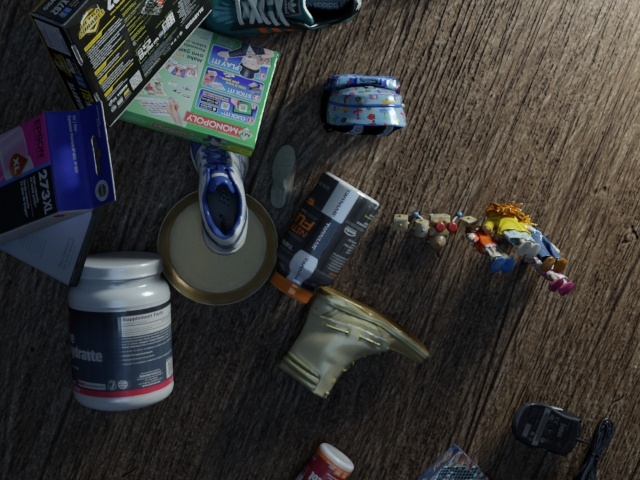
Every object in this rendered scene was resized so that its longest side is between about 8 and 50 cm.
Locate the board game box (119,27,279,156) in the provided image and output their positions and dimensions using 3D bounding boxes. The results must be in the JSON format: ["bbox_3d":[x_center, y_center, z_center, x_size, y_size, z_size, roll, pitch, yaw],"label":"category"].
[{"bbox_3d":[-0.254,-0.297,1.785,0.317,0.046,0.213,16,69,-8],"label":"board game box"}]

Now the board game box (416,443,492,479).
[{"bbox_3d":[0.258,0.575,2.059,0.243,0.042,0.165,-44,103,0],"label":"board game box"}]

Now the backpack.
[{"bbox_3d":[0.085,-0.255,1.831,0.158,0.173,0.117,1,99,-8],"label":"backpack"}]

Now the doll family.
[{"bbox_3d":[0.407,-0.002,1.918,0.263,0.163,0.118,20,113,-31],"label":"doll family"}]

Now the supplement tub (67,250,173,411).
[{"bbox_3d":[-0.377,0.168,1.821,0.191,0.191,0.272,-2,99,-8],"label":"supplement tub"}]

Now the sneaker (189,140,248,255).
[{"bbox_3d":[-0.182,-0.125,1.810,0.112,0.131,0.296,-9,82,-8],"label":"sneaker"}]

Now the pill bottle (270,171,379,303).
[{"bbox_3d":[0.000,0.000,1.882,0.130,0.130,0.245,31,93,-12],"label":"pill bottle"}]

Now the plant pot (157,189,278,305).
[{"bbox_3d":[-0.202,0.010,1.904,0.236,0.032,0.236,-1,100,-8],"label":"plant pot"}]

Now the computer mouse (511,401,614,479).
[{"bbox_3d":[0.495,0.443,2.068,0.262,0.060,0.184,16,92,-22],"label":"computer mouse"}]

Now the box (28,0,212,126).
[{"bbox_3d":[-0.323,-0.390,1.634,0.079,0.257,0.322,25,65,21],"label":"box"}]

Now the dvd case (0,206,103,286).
[{"bbox_3d":[-0.512,-0.043,1.775,0.253,0.022,0.180,23,97,29],"label":"dvd case"}]

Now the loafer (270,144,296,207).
[{"bbox_3d":[-0.071,-0.126,1.903,0.045,0.039,0.125,12,95,23],"label":"loafer"}]

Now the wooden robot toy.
[{"bbox_3d":[0.232,-0.011,1.949,0.173,0.076,0.079,0,110,-8],"label":"wooden robot toy"}]

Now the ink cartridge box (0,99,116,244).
[{"bbox_3d":[-0.501,-0.111,1.683,0.371,0.069,0.175,-15,81,38],"label":"ink cartridge box"}]

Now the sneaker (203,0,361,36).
[{"bbox_3d":[-0.073,-0.442,1.804,0.302,0.121,0.108,-8,102,-6],"label":"sneaker"}]

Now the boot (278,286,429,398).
[{"bbox_3d":[0.068,0.235,1.948,0.262,0.095,0.203,29,93,-10],"label":"boot"}]

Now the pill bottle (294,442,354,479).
[{"bbox_3d":[-0.007,0.501,1.985,0.086,0.086,0.152,35,93,-12],"label":"pill bottle"}]
